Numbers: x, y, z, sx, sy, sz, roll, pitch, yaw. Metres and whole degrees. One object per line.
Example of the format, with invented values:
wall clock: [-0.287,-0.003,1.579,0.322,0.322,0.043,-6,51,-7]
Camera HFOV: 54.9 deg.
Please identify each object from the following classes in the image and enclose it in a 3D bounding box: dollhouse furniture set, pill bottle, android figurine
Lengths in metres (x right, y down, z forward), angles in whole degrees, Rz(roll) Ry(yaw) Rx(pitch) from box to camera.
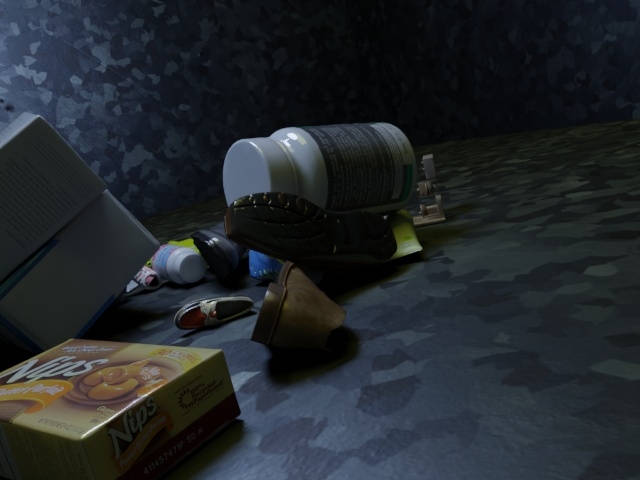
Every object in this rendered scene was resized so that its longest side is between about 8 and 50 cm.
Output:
dollhouse furniture set: [0.227,-0.119,1.498,0.123,0.151,0.144,-11,9,12]
pill bottle: [0.003,-0.128,1.235,0.361,0.204,0.204,-11,7,-38]
android figurine: [-0.381,0.038,1.658,0.248,0.056,0.273,-19,14,-34]
pill bottle: [-0.331,0.057,1.445,0.087,0.087,0.160,-20,15,-32]

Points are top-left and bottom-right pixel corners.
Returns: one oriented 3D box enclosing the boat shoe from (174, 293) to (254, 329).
boat shoe: [-0.181,0.123,1.057,0.137,0.049,0.043,-14,12,-27]

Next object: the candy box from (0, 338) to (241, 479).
candy box: [-0.269,0.191,0.703,0.316,0.088,0.183,-5,14,39]

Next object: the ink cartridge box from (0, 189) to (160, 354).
ink cartridge box: [-0.552,0.060,1.235,0.395,0.166,0.285,-2,44,48]

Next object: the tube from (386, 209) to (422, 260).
tube: [0.163,-0.007,1.262,0.062,0.070,0.240,27,20,-1]

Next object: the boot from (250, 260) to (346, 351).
boot: [-0.029,0.105,0.914,0.115,0.112,0.305,17,6,-3]

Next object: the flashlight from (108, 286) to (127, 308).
flashlight: [-0.576,0.108,1.458,0.304,0.103,0.103,-2,18,40]

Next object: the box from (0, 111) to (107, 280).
box: [-0.584,-0.052,1.086,0.345,0.168,0.215,-45,31,-14]

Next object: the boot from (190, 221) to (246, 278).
boot: [-0.177,-0.026,1.416,0.222,0.118,0.338,-33,13,-11]

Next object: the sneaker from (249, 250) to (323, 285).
sneaker: [-0.076,0.050,1.231,0.091,0.126,0.240,9,27,-31]

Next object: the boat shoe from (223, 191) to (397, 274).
boat shoe: [-0.019,0.007,1.088,0.324,0.123,0.120,11,-35,-28]

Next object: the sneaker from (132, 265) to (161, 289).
sneaker: [-0.427,0.073,1.437,0.070,0.134,0.051,17,72,50]

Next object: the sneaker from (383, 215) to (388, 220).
sneaker: [0.050,-0.062,1.568,0.282,0.102,0.161,2,-25,-24]

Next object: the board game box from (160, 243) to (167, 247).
board game box: [-0.498,0.032,1.948,0.090,0.020,0.090,-3,16,44]

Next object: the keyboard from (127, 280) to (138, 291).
keyboard: [-0.476,0.099,1.617,0.072,0.014,0.256,-6,13,11]
